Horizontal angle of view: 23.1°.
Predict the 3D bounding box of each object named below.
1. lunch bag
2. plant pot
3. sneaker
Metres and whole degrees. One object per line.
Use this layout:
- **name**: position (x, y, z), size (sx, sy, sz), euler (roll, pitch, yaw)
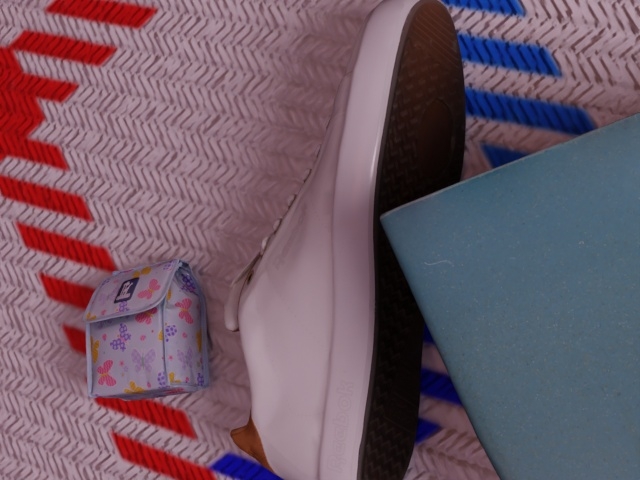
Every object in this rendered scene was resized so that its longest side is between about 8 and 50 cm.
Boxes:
- **lunch bag**: position (-0.112, 0.057, 0.994), size (0.071, 0.053, 0.083), euler (-10, 75, 33)
- **plant pot**: position (0.168, 0.063, 0.735), size (0.165, 0.165, 0.234), euler (-21, 86, 33)
- **sneaker**: position (0.000, 0.000, 0.881), size (0.123, 0.106, 0.290), euler (15, 99, 32)
